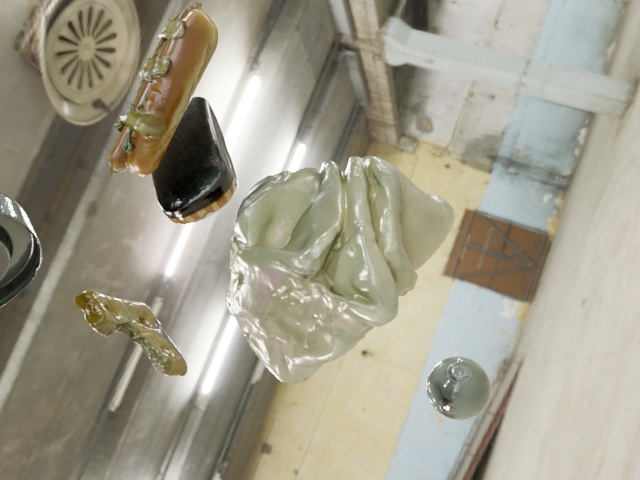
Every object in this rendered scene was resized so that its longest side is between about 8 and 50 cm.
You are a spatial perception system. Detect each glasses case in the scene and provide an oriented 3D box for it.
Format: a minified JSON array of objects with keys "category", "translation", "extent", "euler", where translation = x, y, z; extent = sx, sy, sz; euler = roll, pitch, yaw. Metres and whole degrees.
[{"category":"glasses case","translation":[-0.216,-0.141,1.006],"extent":[0.082,0.122,0.321],"euler":[63,-178,-41]}]

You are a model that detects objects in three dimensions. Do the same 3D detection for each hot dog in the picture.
[{"category":"hot dog","translation":[-0.220,-0.205,0.849],"extent":[0.072,0.109,0.270],"euler":[25,-87,-32]}]

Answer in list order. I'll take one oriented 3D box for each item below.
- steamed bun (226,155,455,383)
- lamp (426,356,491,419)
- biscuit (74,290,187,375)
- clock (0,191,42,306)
[{"category":"steamed bun","translation":[0.000,0.000,0.731],"extent":[0.280,0.207,0.268],"euler":[-42,7,40]},{"category":"lamp","translation":[0.228,0.243,1.010],"extent":[0.105,0.105,0.105],"euler":[19,-90,-75]},{"category":"biscuit","translation":[-0.327,0.161,1.064],"extent":[0.039,0.174,0.183],"euler":[-45,-31,8]},{"category":"clock","translation":[-0.604,0.027,0.953],"extent":[0.312,0.061,0.313],"euler":[-23,-29,-13]}]
